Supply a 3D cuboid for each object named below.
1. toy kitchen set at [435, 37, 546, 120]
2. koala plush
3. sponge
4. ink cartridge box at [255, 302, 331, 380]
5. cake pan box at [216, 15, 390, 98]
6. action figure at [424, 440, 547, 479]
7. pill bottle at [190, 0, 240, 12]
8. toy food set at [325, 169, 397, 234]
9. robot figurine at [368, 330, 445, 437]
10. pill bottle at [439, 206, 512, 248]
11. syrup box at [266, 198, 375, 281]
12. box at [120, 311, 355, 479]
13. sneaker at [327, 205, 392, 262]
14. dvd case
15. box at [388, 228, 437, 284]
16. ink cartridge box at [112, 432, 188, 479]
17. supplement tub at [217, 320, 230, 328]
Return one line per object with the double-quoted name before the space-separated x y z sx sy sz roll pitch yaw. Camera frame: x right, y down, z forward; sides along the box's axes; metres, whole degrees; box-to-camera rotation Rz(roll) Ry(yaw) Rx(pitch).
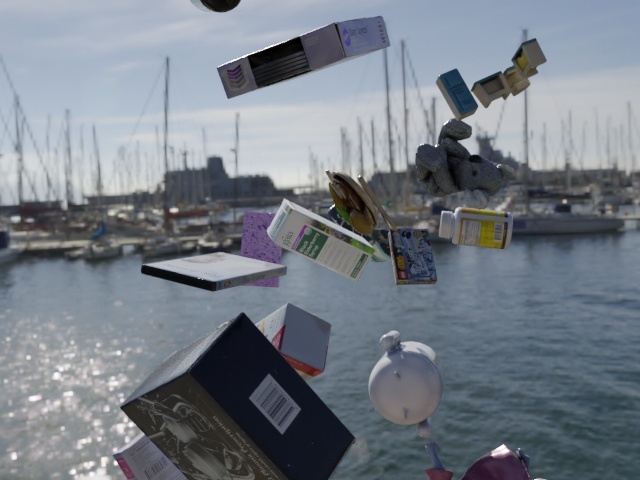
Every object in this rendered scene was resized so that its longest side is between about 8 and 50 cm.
"toy kitchen set" 0.414 -0.415 1.877 0.207 0.122 0.166 -25 -13 -11
"koala plush" 0.392 -0.180 2.047 0.221 0.203 0.196 26 55 31
"sponge" -0.166 0.026 2.162 0.117 0.210 0.031 5 -5 -3
"ink cartridge box" -0.081 0.249 1.753 0.127 0.128 0.176 28 -40 -23
"cake pan box" -0.026 -0.338 1.399 0.245 0.070 0.267 -15 11 26
"action figure" 0.353 0.664 1.917 0.370 0.248 0.275 -20 33 -21
"pill bottle" -0.277 -0.647 1.962 0.122 0.123 0.219 -4 17 -19
"toy food set" 0.056 -0.064 1.352 0.038 0.132 0.192 -38 16 -9
"robot figurine" 0.245 0.398 2.147 0.199 0.300 0.353 -26 -5 12
"pill bottle" 0.479 -0.040 2.370 0.215 0.117 0.117 6 5 7
"syrup box" 0.000 0.000 1.816 0.236 0.093 0.096 26 10 -23
"box" -0.168 0.361 1.517 0.312 0.343 0.179 -32 12 48
"sneaker" 0.114 -0.006 2.394 0.283 0.110 0.122 35 -40 -27
"dvd case" -0.209 0.059 1.541 0.180 0.022 0.253 11 11 28
"box" 0.211 0.036 1.763 0.094 0.137 0.027 1 -30 -10
"ink cartridge box" -0.330 0.579 1.807 0.065 0.311 0.186 -31 2 45
"supplement tub" -0.220 0.318 2.029 0.117 0.190 0.117 -39 8 7
